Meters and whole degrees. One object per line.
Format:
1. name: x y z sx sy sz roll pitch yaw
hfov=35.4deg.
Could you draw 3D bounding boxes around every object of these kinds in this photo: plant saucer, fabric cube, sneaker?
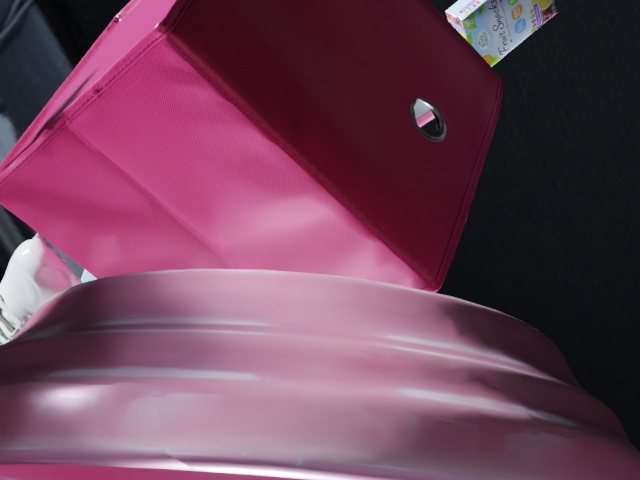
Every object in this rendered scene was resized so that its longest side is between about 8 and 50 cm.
1. plant saucer: -0.013 0.088 0.482 0.331 0.084 0.332 4 -18 1
2. fabric cube: -0.050 -0.088 0.789 0.258 0.254 0.259 43 -45 -20
3. sneaker: -0.277 0.083 0.938 0.090 0.094 0.235 50 -33 18

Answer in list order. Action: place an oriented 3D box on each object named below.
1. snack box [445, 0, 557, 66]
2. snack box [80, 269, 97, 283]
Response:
1. snack box: 0.231 -0.290 1.269 0.141 0.037 0.100 -39 -42 -8
2. snack box: -0.238 0.121 1.235 0.060 0.187 0.322 12 -26 5
